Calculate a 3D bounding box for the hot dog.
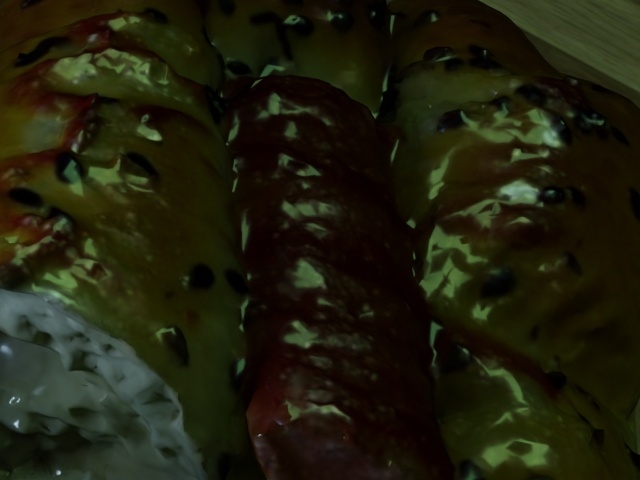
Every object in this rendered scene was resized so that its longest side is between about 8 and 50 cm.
[{"bbox_3d":[0.000,0.000,0.776,0.367,0.196,0.365,24,40,-8],"label":"hot dog"}]
